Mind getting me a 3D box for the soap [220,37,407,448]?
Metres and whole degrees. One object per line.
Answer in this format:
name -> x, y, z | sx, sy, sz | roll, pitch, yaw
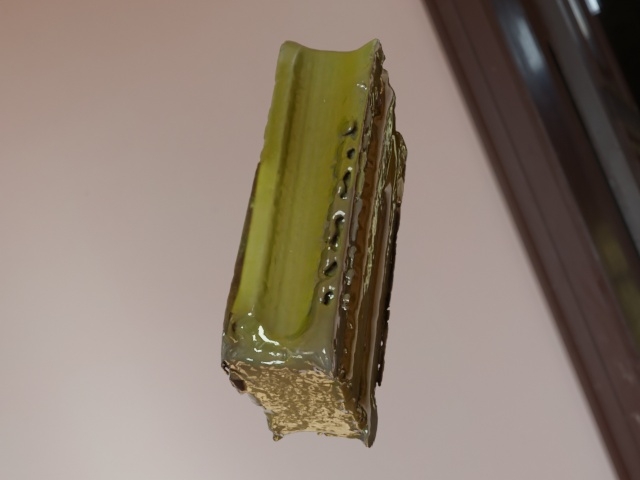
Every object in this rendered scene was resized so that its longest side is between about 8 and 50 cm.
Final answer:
soap -> 0.002, 0.000, 0.758 | 0.076, 0.233, 0.135 | -1, -30, 14
